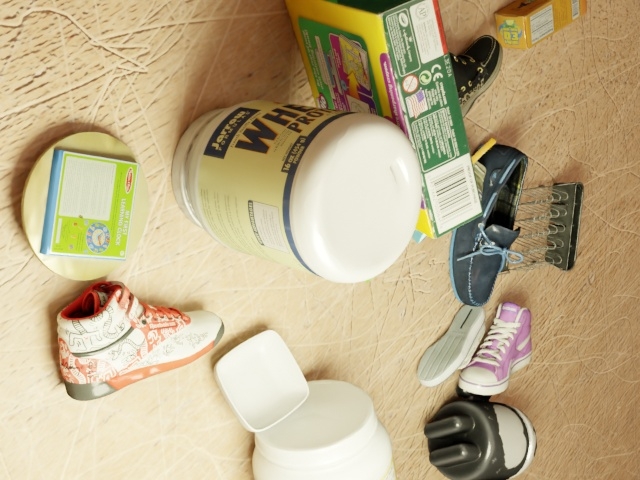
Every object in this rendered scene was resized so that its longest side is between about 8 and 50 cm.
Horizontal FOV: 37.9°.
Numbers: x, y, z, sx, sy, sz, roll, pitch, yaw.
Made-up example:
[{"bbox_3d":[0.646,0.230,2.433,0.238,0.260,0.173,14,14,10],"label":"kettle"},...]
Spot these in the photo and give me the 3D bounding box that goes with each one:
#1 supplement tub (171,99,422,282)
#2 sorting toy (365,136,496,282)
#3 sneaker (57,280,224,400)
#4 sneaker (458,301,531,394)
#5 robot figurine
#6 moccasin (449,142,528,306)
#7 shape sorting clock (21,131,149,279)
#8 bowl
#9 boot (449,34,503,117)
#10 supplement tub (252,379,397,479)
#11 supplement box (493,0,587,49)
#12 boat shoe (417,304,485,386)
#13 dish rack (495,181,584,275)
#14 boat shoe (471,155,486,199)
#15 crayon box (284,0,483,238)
[{"bbox_3d":[-0.042,-0.081,1.355,0.235,0.325,0.235,-14,110,-42],"label":"supplement tub"},{"bbox_3d":[0.191,-0.042,1.630,0.347,0.047,0.196,-45,177,18],"label":"sorting toy"},{"bbox_3d":[-0.257,0.119,1.362,0.270,0.090,0.144,-22,118,-37],"label":"sneaker"},{"bbox_3d":[0.377,0.218,2.001,0.282,0.102,0.161,-28,125,-55],"label":"sneaker"},{"bbox_3d":[0.343,0.425,1.977,0.278,0.174,0.209,14,99,-45],"label":"robot figurine"},{"bbox_3d":[0.346,-0.026,1.904,0.138,0.117,0.341,-5,104,-44],"label":"moccasin"},{"bbox_3d":[-0.322,-0.047,1.289,0.206,0.040,0.206,-9,103,-44],"label":"shape sorting clock"},{"bbox_3d":[-0.105,0.236,1.544,0.142,0.053,0.142,-30,90,-37],"label":"bowl"},{"bbox_3d":[0.244,-0.342,1.745,0.236,0.085,0.178,-55,130,-19],"label":"boot"},{"bbox_3d":[0.016,0.435,1.609,0.241,0.241,0.331,-30,120,-36],"label":"supplement tub"},{"bbox_3d":[0.459,-0.471,1.929,0.233,0.078,0.080,-31,124,-35],"label":"supplement box"},{"bbox_3d":[0.286,0.232,1.936,0.226,0.083,0.075,-47,128,-27],"label":"boat shoe"},{"bbox_3d":[0.475,-0.024,2.065,0.272,0.074,0.208,-9,106,-43],"label":"dish rack"},{"bbox_3d":[0.226,-0.151,1.771,0.302,0.109,0.094,34,71,-53],"label":"boat shoe"},{"bbox_3d":[0.094,-0.222,1.456,0.106,0.313,0.362,-27,121,-16],"label":"crayon box"}]
